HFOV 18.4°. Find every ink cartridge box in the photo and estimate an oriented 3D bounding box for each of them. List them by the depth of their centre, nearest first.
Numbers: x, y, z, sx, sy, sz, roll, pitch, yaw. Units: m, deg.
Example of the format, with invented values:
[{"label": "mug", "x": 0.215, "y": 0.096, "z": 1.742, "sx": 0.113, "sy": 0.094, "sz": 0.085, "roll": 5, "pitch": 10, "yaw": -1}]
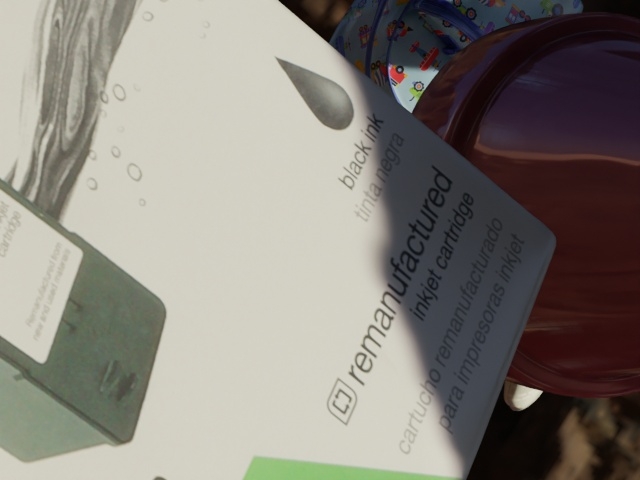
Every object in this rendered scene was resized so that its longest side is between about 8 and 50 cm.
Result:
[{"label": "ink cartridge box", "x": -0.098, "y": 0.007, "z": 0.566, "sx": 0.289, "sy": 0.211, "sz": 0.121, "roll": 38, "pitch": -37, "yaw": -18}]

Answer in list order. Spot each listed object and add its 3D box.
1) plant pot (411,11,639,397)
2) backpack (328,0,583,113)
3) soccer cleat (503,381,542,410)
[{"label": "plant pot", "x": 0.163, "y": -0.015, "z": 0.977, "sx": 0.201, "sy": 0.201, "sz": 0.180, "roll": 55, "pitch": -19, "yaw": -18}, {"label": "backpack", "x": 0.092, "y": -0.138, "z": 1.465, "sx": 0.158, "sy": 0.173, "sz": 0.117, "roll": 43, "pitch": -22, "yaw": -27}, {"label": "soccer cleat", "x": 0.000, "y": 0.000, "z": 1.165, "sx": 0.331, "sy": 0.143, "sz": 0.116, "roll": 19, "pitch": 0, "yaw": 16}]
